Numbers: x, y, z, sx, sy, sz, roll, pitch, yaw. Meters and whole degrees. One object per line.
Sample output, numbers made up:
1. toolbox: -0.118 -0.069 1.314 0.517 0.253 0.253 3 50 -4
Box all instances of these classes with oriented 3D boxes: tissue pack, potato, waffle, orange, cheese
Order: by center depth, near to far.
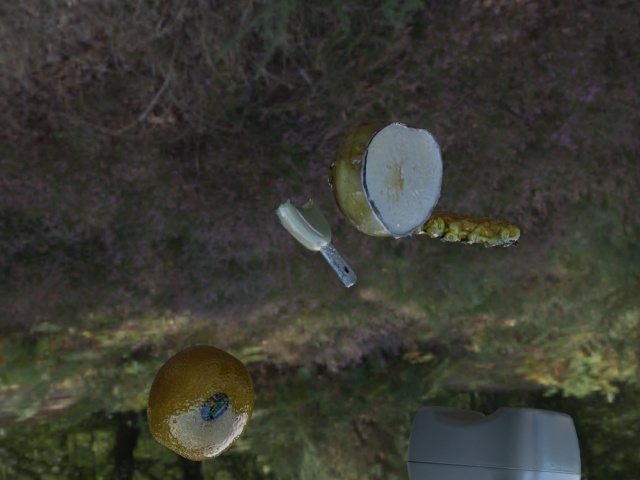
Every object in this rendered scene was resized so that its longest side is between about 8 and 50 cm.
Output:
1. tissue pack: 0.346 0.461 1.673 0.229 0.236 0.333 18 159 -40
2. potato: 0.101 -0.128 1.697 0.196 0.247 0.299 0 -178 35
3. orange: -0.248 0.334 1.707 0.236 0.236 0.236 -7 168 -2
4. cheese: -0.001 0.001 1.719 0.049 0.235 0.127 -33 -171 26
5. waffle: 0.327 -0.034 1.979 0.329 0.062 0.329 6 -172 -1
